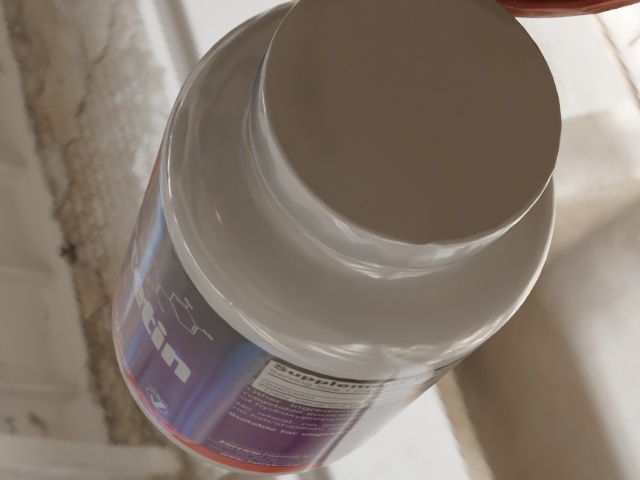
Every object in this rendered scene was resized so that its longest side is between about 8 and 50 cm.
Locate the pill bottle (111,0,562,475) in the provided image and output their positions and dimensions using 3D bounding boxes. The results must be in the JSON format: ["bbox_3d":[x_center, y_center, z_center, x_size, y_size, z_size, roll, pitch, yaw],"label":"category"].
[{"bbox_3d":[0.000,0.000,0.712,0.181,0.323,0.182,5,-112,-12],"label":"pill bottle"}]

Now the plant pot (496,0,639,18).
[{"bbox_3d":[0.102,-0.297,0.723,0.272,0.272,0.265,31,-150,-30],"label":"plant pot"}]
